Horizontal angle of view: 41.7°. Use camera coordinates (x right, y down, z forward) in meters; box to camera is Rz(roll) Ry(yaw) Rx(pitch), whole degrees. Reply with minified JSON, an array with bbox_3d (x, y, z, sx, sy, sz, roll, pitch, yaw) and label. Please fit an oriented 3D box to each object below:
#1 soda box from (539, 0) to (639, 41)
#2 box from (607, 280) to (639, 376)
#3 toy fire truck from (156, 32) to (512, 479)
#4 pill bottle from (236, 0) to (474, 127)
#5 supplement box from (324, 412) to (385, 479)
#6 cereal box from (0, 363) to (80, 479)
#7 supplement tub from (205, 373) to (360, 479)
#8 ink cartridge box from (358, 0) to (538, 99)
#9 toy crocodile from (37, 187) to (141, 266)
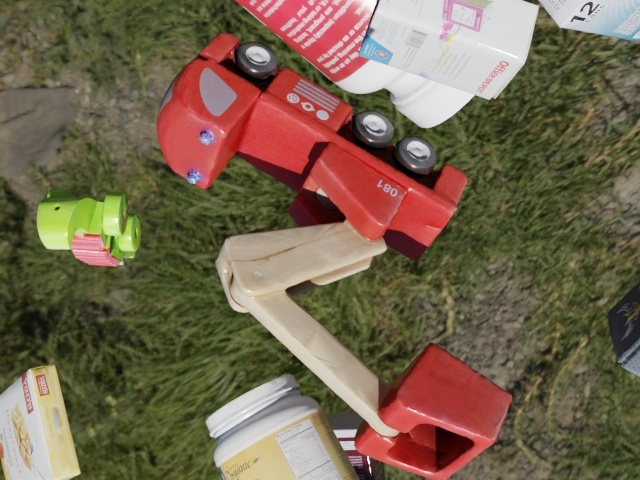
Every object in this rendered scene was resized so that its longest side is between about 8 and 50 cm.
[{"bbox_3d":[0.134,-0.150,0.261,0.183,0.058,0.063,-50,59,39],"label":"soda box"},{"bbox_3d":[0.332,0.055,0.522,0.233,0.059,0.183,29,125,-9],"label":"box"},{"bbox_3d":[0.000,0.000,0.366,0.192,0.135,0.047,31,140,0],"label":"toy fire truck"},{"bbox_3d":[0.028,-0.327,1.007,0.408,0.229,0.229,37,126,-17],"label":"pill bottle"},{"bbox_3d":[0.035,0.394,1.318,0.130,0.073,0.239,-5,100,18],"label":"supplement box"},{"bbox_3d":[-0.457,0.310,1.329,0.240,0.047,0.173,-36,68,49],"label":"cereal box"},{"bbox_3d":[-0.040,0.278,1.010,0.144,0.144,0.199,-41,72,34],"label":"supplement tub"},{"bbox_3d":[0.101,-0.168,0.680,0.122,0.088,0.052,19,78,-3],"label":"ink cartridge box"},{"bbox_3d":[-0.355,-0.009,1.320,0.115,0.340,0.105,4,78,-2],"label":"toy crocodile"}]
